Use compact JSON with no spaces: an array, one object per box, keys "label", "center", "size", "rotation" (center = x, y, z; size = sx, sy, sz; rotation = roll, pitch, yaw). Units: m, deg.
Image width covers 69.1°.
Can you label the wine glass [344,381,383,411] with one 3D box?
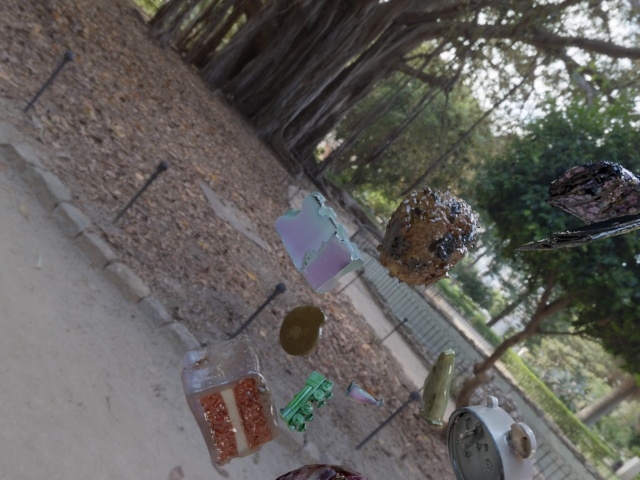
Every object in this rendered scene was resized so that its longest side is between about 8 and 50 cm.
[{"label":"wine glass","center":[0.185,0.662,1.962],"size":[0.155,0.073,0.073],"rotation":[25,9,1]}]

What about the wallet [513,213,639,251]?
[{"label":"wallet","center":[0.628,-0.018,1.078],"size":[0.323,0.247,0.041],"rotation":[93,-17,-84]}]

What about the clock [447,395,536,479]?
[{"label":"clock","center":[0.263,0.344,0.750],"size":[0.063,0.229,0.155],"rotation":[-1,56,-18]}]

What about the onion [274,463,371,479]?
[{"label":"onion","center":[-0.037,0.572,0.831],"size":[0.260,0.336,0.282],"rotation":[-8,-37,41]}]

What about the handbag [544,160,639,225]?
[{"label":"handbag","center":[0.766,-0.132,1.286],"size":[0.208,0.126,0.229],"rotation":[27,-28,-15]}]

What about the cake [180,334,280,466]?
[{"label":"cake","center":[-0.268,0.477,1.410],"size":[0.230,0.237,0.308],"rotation":[-126,-158,-62]}]

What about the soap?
[{"label":"soap","center":[0.000,0.000,1.375],"size":[0.261,0.156,0.446],"rotation":[55,5,-6]}]

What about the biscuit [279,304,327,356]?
[{"label":"biscuit","center":[-0.069,0.351,1.800],"size":[0.181,0.208,0.049],"rotation":[2,-29,28]}]

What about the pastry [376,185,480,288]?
[{"label":"pastry","center":[0.399,-0.021,1.735],"size":[0.337,0.405,0.292],"rotation":[49,-3,-41]}]

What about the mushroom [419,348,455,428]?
[{"label":"mushroom","center":[0.426,0.534,1.696],"size":[0.087,0.332,0.107],"rotation":[-8,21,-30]}]

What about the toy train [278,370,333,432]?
[{"label":"toy train","center":[-0.053,0.618,1.785],"size":[0.119,0.251,0.085],"rotation":[26,-43,31]}]
